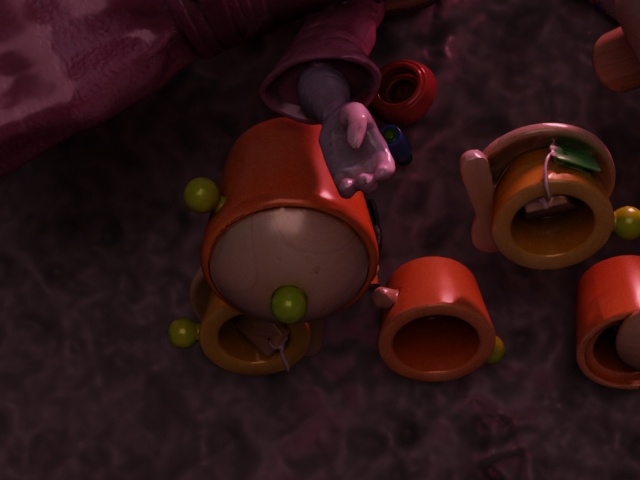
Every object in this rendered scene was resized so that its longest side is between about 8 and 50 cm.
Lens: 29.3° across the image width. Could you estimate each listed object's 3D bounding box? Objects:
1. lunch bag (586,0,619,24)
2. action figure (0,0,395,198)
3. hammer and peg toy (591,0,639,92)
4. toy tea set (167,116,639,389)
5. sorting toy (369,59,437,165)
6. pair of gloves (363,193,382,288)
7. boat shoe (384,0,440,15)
[{"bbox_3d":[0.262,-0.253,0.854,0.176,0.090,0.219,40,79,8],"label":"lunch bag"},{"bbox_3d":[-0.065,-0.142,0.684,0.370,0.276,0.248,-11,96,5],"label":"action figure"},{"bbox_3d":[0.341,-0.104,0.737,0.361,0.127,0.266,-32,97,-30],"label":"hammer and peg toy"},{"bbox_3d":[0.075,0.036,0.709,0.336,0.200,0.124,1,44,-1],"label":"toy tea set"},{"bbox_3d":[0.041,-0.076,0.836,0.102,0.042,0.061,-38,59,3],"label":"sorting toy"},{"bbox_3d":[0.000,0.000,0.825,0.083,0.010,0.074,-7,73,-1],"label":"pair of gloves"},{"bbox_3d":[-0.069,-0.225,0.834,0.356,0.130,0.132,-7,73,0],"label":"boat shoe"}]
